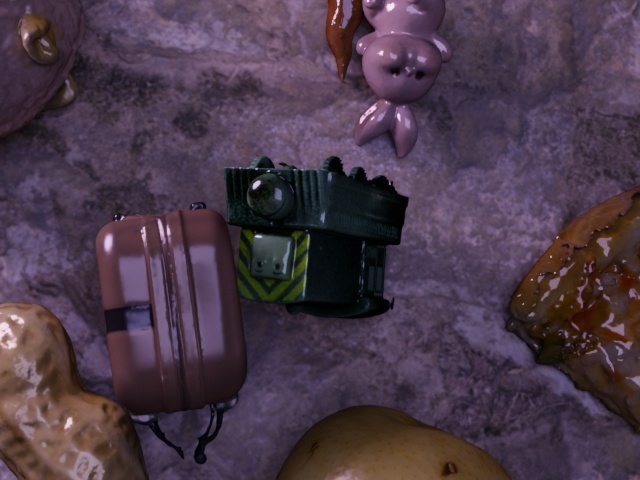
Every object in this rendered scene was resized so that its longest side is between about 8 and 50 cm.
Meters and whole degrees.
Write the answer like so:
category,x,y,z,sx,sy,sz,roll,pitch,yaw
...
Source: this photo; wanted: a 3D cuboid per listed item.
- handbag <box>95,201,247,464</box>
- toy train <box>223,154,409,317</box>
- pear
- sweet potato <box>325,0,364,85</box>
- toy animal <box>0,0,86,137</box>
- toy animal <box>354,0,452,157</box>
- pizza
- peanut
category,x,y,z,sx,sy,sz,roll,pitch,yaw
handbag,-0.163,0.109,1.454,0.149,0.302,0.283,-10,88,-11
toy train,0.000,0.000,1.505,0.138,0.330,0.178,4,88,21
pear,0.080,0.340,1.463,0.309,0.309,0.309,2,80,-12
sweet potato,0.030,-0.295,1.692,0.056,0.056,0.195,1,86,-12
toy animal,-0.414,-0.221,1.513,0.358,0.188,0.226,-43,85,-15
toy animal,0.105,-0.216,1.658,0.124,0.124,0.212,5,83,-11
pizza,0.430,0.077,1.694,0.392,0.080,0.435,10,76,-10
peanut,-0.299,0.208,1.490,0.147,0.147,0.305,-36,83,-15
